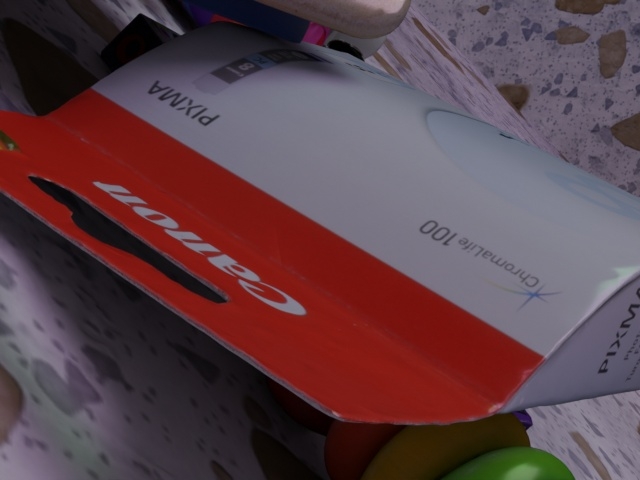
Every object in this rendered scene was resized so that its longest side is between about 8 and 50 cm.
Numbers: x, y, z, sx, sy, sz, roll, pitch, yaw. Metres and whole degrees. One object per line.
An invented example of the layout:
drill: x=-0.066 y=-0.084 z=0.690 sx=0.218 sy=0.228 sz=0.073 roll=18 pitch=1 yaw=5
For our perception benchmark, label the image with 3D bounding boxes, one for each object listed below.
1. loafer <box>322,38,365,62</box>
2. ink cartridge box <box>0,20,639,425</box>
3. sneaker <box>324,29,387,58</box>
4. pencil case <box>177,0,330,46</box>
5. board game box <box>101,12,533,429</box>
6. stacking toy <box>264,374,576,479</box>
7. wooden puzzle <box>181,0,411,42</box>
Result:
loafer: x=0.020 y=-0.154 z=1.368 sx=0.080 sy=0.078 sz=0.220 roll=49 pitch=14 yaw=5
ink cartridge box: x=0.012 y=-0.030 z=0.694 sx=0.308 sy=0.091 sz=0.385 roll=32 pitch=14 yaw=30
sneaker: x=-0.037 y=-0.236 z=1.405 sx=0.290 sy=0.106 sz=0.123 roll=23 pitch=30 yaw=-37
pencil case: x=-0.093 y=-0.236 z=1.233 sx=0.236 sy=0.104 sz=0.104 roll=54 pitch=15 yaw=15
board game box: x=0.000 y=0.000 z=0.963 sx=0.347 sy=0.056 sz=0.208 roll=53 pitch=11 yaw=24
stacking toy: x=0.077 y=0.133 z=0.663 sx=0.141 sy=0.141 sz=0.330 roll=30 pitch=18 yaw=-50
wooden puzzle: x=-0.139 y=-0.215 z=0.858 sx=0.322 sy=0.081 sz=0.348 roll=17 pitch=19 yaw=-22
